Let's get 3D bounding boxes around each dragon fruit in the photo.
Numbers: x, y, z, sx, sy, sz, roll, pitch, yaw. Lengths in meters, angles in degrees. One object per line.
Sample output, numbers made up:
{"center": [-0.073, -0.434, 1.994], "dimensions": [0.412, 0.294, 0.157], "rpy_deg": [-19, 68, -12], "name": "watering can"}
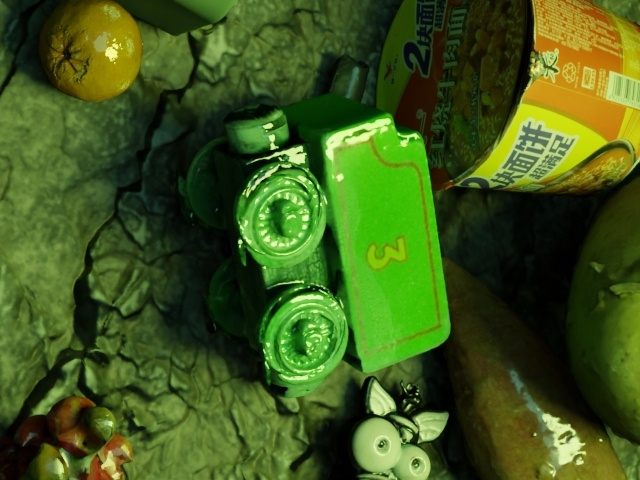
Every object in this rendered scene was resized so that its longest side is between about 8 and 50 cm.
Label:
{"center": [-0.198, 0.193, 1.130], "dimensions": [0.133, 0.208, 0.150], "rpy_deg": [-2, 45, -37], "name": "dragon fruit"}

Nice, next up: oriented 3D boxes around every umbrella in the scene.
{"center": [0.009, -0.095, 1.292], "dimensions": [0.036, 0.031, 0.133], "rpy_deg": [19, 80, -10], "name": "umbrella"}

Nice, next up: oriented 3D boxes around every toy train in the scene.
{"center": [0.000, 0.000, 1.214], "dimensions": [0.188, 0.132, 0.243], "rpy_deg": [-21, 114, -23], "name": "toy train"}

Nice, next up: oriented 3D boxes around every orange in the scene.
{"center": [-0.179, -0.150, 1.183], "dimensions": [0.083, 0.070, 0.083], "rpy_deg": [3, 98, 19], "name": "orange"}

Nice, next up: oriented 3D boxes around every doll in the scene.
{"center": [0.038, 0.217, 1.270], "dimensions": [0.091, 0.067, 0.219], "rpy_deg": [28, 75, -16], "name": "doll"}

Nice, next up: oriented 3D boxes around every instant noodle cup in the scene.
{"center": [0.175, -0.129, 1.283], "dimensions": [0.174, 0.213, 0.213], "rpy_deg": [12, 83, -31], "name": "instant noodle cup"}

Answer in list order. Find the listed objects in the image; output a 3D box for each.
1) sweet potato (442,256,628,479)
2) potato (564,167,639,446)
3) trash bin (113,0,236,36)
{"center": [0.182, 0.164, 1.314], "dimensions": [0.131, 0.131, 0.337], "rpy_deg": [-21, 79, -24], "name": "sweet potato"}
{"center": [0.316, 0.070, 1.277], "dimensions": [0.359, 0.219, 0.270], "rpy_deg": [-33, 110, -64], "name": "potato"}
{"center": [-0.199, -0.327, 1.145], "dimensions": [0.343, 0.158, 0.223], "rpy_deg": [27, 78, -26], "name": "trash bin"}
